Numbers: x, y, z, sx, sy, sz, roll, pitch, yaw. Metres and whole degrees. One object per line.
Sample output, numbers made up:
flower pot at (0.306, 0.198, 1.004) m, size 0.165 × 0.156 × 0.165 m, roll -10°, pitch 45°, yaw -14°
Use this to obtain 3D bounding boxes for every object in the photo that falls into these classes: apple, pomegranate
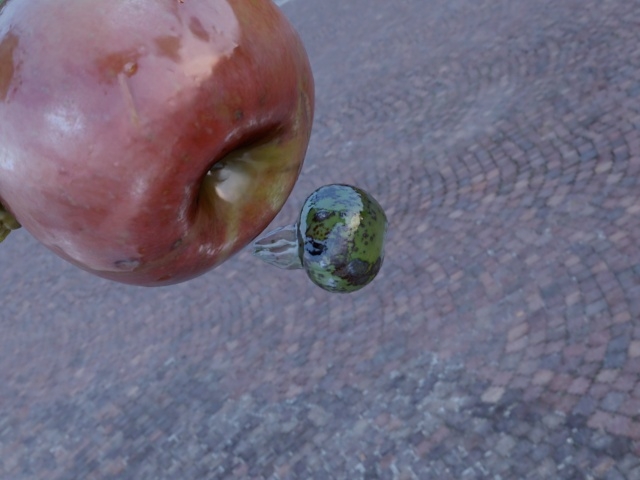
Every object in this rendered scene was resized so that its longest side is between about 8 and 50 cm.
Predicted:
apple at (-0.192, -0.140, 0.965) m, size 0.364 × 0.364 × 0.364 m, roll -29°, pitch 22°, yaw 13°
pomegranate at (0.008, 0.005, 1.121) m, size 0.163 × 0.125 × 0.138 m, roll -28°, pitch 45°, yaw 26°

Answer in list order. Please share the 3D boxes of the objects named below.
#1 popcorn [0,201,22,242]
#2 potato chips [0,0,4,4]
popcorn at (-0.486, -0.047, 1.178) m, size 0.163 × 0.140 × 0.194 m, roll -39°, pitch -22°, yaw 4°
potato chips at (-0.353, -0.273, 1.170) m, size 0.097 × 0.373 × 0.389 m, roll -20°, pitch 45°, yaw 52°
